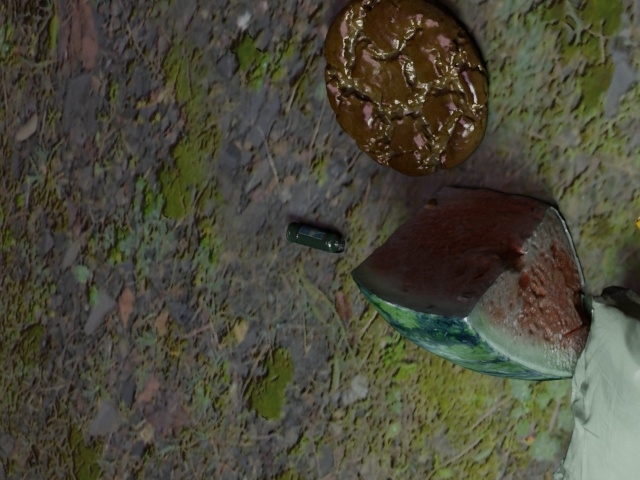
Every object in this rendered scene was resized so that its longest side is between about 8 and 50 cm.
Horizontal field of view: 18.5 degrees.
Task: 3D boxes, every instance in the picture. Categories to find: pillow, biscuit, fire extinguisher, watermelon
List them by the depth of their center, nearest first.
[{"bbox_3d":[0.390,0.228,2.059,0.310,0.138,0.283,32,132,27],"label":"pillow"},{"bbox_3d":[0.176,0.041,2.130,0.213,0.261,0.201,13,87,38],"label":"watermelon"},{"bbox_3d":[0.091,-0.175,2.200,0.226,0.042,0.226,15,117,33],"label":"biscuit"},{"bbox_3d":[0.000,0.000,2.355,0.083,0.025,0.038,14,153,35],"label":"fire extinguisher"}]

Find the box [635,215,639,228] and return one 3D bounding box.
[{"bbox_3d":[0.487,-0.043,1.770,0.259,0.283,0.214,-38,81,41],"label":"box"}]
